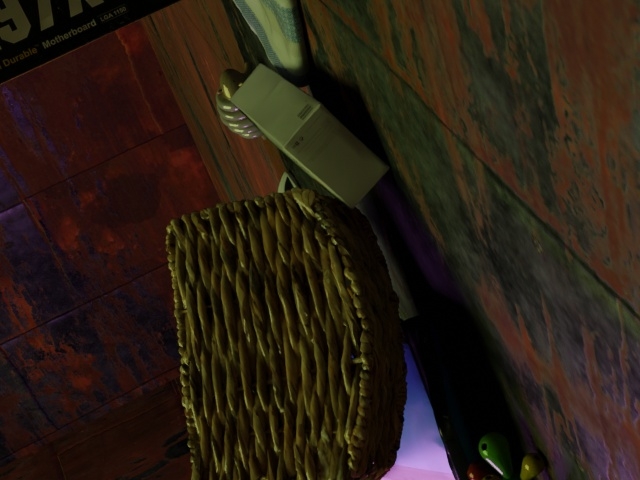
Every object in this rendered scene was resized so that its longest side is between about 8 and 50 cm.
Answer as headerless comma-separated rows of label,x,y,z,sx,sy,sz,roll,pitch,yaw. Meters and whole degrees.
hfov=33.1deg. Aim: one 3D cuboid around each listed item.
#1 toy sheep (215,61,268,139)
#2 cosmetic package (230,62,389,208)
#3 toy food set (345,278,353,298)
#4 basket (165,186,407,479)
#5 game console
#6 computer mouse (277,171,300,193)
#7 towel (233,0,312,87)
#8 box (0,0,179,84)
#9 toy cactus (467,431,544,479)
toy sheep,-0.099,-0.185,1.476,0.132,0.091,0.091,51,-176,-45
cosmetic package,-0.018,-0.113,1.113,0.099,0.060,0.239,38,-176,-24
toy food set,0.048,0.101,1.536,0.232,0.105,0.111,-21,82,65
basket,-0.007,0.109,1.114,0.223,0.214,0.299,24,-124,-65
game console,0.092,0.236,1.200,0.250,0.173,0.293,-95,-15,-57
computer mouse,-0.025,-0.019,1.700,0.193,0.042,0.106,61,174,15
towel,-0.080,-0.305,1.097,0.209,0.034,0.285,58,171,30
box,-0.191,-0.282,0.800,0.257,0.322,0.079,66,174,-18
toy cactus,0.204,0.290,1.012,0.219,0.112,0.180,52,179,19
